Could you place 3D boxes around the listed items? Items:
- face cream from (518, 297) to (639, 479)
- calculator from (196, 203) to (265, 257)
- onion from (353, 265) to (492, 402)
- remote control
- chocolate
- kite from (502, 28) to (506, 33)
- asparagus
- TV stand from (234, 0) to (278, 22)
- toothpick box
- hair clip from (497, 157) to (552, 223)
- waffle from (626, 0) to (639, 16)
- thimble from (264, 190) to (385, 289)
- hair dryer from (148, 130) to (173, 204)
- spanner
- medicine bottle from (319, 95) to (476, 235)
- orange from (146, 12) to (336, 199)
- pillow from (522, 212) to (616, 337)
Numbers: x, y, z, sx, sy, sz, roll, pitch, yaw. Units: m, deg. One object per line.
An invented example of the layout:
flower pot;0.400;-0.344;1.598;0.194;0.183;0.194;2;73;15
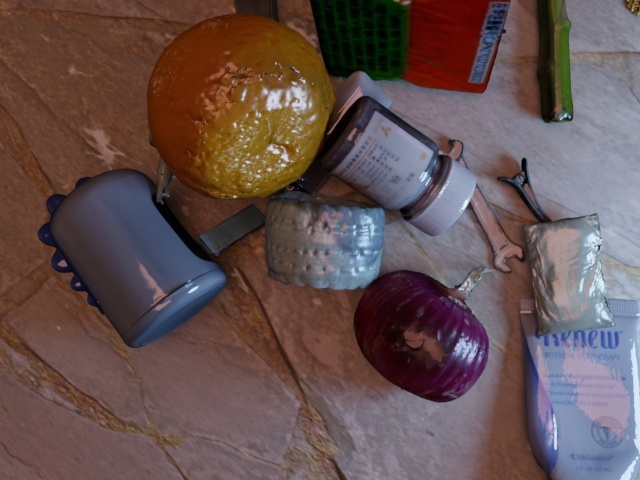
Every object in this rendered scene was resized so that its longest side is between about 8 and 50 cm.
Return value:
face cream;0.515;0.323;1.205;0.235;0.137;0.419;0;77;8
calculator;-0.177;-0.021;1.266;0.057;0.172;0.018;48;135;4
onion;0.188;0.176;1.176;0.257;0.230;0.272;10;97;7
remote control;0.018;-0.197;1.268;0.109;0.055;0.313;38;94;-28
chocolate;0.165;-0.431;1.134;0.342;0.360;0.161;10;78;10
kite;0.246;-0.453;1.294;0.286;0.015;0.152;28;94;9
asparagus;0.473;-0.372;1.244;0.067;0.060;0.277;-1;88;26
TV stand;-0.131;-0.463;1.298;0.083;0.088;0.269;-5;88;8
toothpick box;-0.391;0.018;1.235;0.263;0.263;0.354;-38;83;4
hair clip;0.456;-0.057;1.250;0.070;0.039;0.229;-38;89;4
waffle;0.664;-0.486;1.245;0.085;0.016;0.078;-13;83;5
thimble;0.000;0.000;1.205;0.250;0.205;0.171;11;101;24
hair dryer;-0.272;-0.155;1.262;0.207;0.075;0.237;11;49;3
spanner;0.328;-0.070;1.271;0.071;0.017;0.301;-30;86;9
medicine bottle;0.147;-0.140;1.186;0.274;0.165;0.165;33;92;-11
orange;-0.151;-0.246;1.129;0.341;0.340;0.293;-41;53;4
pillow;0.485;0.069;1.206;0.149;0.050;0.229;-8;86;13
